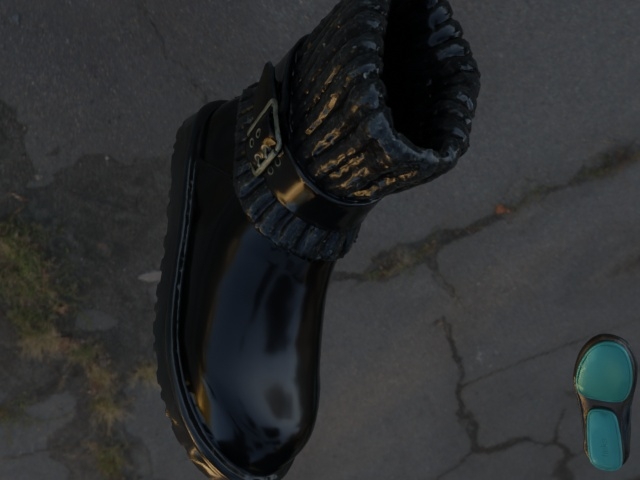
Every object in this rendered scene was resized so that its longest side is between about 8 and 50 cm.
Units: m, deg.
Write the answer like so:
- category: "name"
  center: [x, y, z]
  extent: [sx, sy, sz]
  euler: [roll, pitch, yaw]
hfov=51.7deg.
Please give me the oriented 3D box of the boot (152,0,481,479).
- category: "boot"
  center: [-0.003, -0.002, 0.484]
  extent: [0.260, 0.347, 0.131]
  euler: [-20, 160, 42]

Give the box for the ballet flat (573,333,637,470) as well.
- category: "ballet flat"
  center: [0.473, 0.253, 1.101]
  extent: [0.095, 0.096, 0.280]
  euler: [7, 121, 27]
